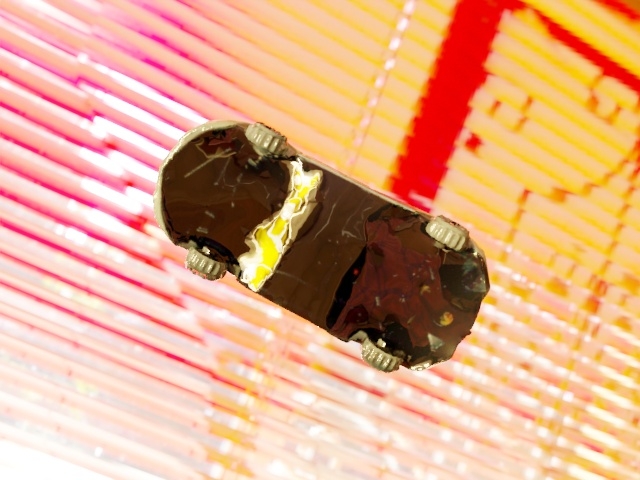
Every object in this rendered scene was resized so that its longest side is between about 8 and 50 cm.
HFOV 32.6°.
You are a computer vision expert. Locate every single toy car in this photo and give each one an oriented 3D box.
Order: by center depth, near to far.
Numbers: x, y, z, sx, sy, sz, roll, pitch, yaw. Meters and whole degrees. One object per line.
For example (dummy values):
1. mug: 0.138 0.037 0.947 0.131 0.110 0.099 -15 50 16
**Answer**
1. toy car: 0.000 0.000 0.640 0.205 0.095 0.056 28 13 4
